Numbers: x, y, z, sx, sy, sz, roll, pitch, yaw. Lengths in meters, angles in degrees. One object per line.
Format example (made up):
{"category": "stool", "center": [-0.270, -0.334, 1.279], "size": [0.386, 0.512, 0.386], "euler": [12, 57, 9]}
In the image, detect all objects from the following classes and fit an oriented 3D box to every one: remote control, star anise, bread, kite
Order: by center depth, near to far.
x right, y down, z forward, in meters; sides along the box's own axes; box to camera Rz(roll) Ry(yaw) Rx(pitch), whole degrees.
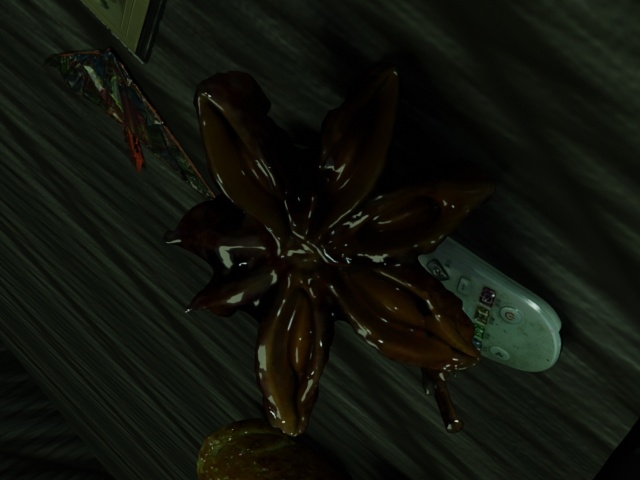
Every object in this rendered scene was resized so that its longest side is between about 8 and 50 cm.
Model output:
{"category": "star anise", "center": [0.000, 0.000, 0.672], "size": [0.126, 0.190, 0.220], "euler": [-103, 17, -76]}
{"category": "remote control", "center": [0.054, 0.008, 0.767], "size": [0.256, 0.045, 0.097], "euler": [34, 150, 19]}
{"category": "kite", "center": [-0.173, -0.109, 1.015], "size": [0.232, 0.009, 0.189], "euler": [39, 158, 16]}
{"category": "bread", "center": [-0.058, 0.297, 1.398], "size": [0.172, 0.132, 0.103], "euler": [30, 114, 40]}

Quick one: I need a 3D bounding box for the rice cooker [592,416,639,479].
{"category": "rice cooker", "center": [0.236, 0.187, 0.516], "size": [0.267, 0.224, 0.267], "euler": [37, 155, 20]}

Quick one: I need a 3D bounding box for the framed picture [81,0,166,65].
{"category": "framed picture", "center": [-0.186, -0.231, 0.816], "size": [0.195, 0.010, 0.199], "euler": [46, 159, -1]}
